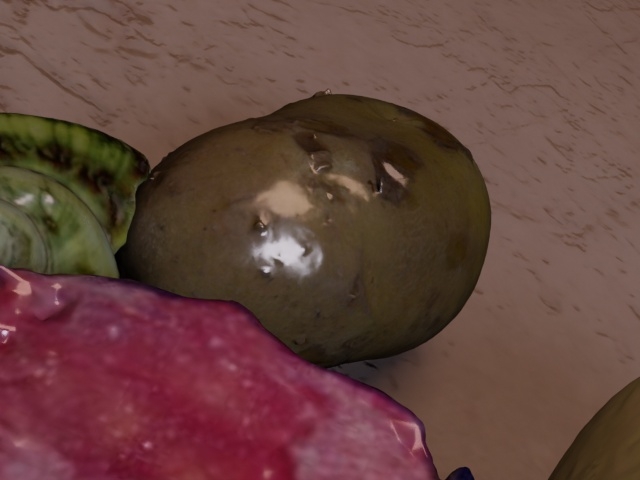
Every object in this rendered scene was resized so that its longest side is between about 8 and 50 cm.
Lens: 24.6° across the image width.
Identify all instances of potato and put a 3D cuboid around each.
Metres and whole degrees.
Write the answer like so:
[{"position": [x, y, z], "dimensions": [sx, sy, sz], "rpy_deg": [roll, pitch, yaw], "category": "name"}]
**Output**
[{"position": [0.000, 0.000, 0.826], "dimensions": [0.165, 0.165, 0.262], "rpy_deg": [43, 31, 16], "category": "potato"}]

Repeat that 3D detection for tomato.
[{"position": [-0.116, 0.158, 0.521], "dimensions": [0.289, 0.176, 0.335], "rpy_deg": [23, 41, 0], "category": "tomato"}]

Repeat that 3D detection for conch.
[{"position": [-0.156, 0.004, 0.696], "dimensions": [0.187, 0.181, 0.124], "rpy_deg": [-53, 122, -17], "category": "conch"}]

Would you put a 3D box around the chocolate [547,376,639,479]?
[{"position": [0.215, 0.205, 0.638], "dimensions": [0.314, 0.326, 0.297], "rpy_deg": [32, 18, 5], "category": "chocolate"}]
